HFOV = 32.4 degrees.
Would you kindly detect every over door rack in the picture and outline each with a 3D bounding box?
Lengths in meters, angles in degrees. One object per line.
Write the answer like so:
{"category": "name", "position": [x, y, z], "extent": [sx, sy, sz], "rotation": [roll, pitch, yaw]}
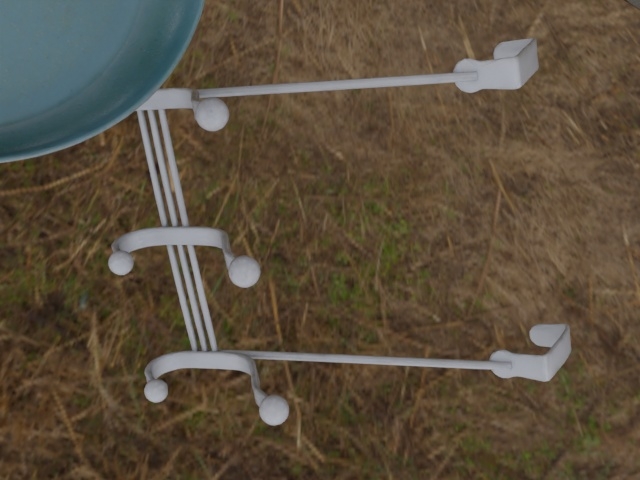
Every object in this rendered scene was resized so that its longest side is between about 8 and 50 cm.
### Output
{"category": "over door rack", "position": [0.000, 0.000, 0.763], "extent": [0.324, 0.108, 0.239], "rotation": [-5, 112, 13]}

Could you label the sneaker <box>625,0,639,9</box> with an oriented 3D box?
{"category": "sneaker", "position": [0.142, -0.023, 0.266], "extent": [0.108, 0.271, 0.100], "rotation": [-45, 134, 10]}

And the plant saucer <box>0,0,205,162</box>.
{"category": "plant saucer", "position": [-0.209, -0.184, 0.573], "extent": [0.318, 0.317, 0.044], "rotation": [40, 148, -17]}
